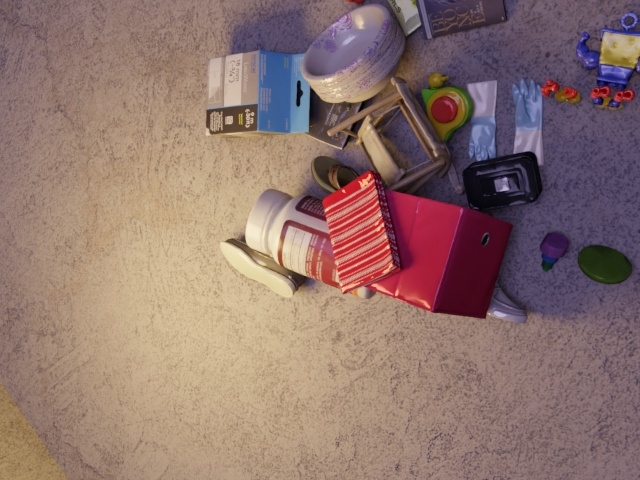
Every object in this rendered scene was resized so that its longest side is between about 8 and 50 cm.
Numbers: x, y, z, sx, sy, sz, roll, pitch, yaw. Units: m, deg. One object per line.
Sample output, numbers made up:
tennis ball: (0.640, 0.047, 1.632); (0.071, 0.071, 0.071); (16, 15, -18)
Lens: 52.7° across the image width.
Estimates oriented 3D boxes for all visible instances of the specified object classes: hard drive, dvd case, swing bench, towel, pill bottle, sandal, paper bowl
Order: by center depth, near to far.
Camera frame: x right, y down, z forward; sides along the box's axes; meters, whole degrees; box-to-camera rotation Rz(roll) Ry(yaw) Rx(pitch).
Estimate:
towel: (0.098, -0.021, 1.651); (0.199, 0.031, 0.274); (-28, 64, 38)
dvd case: (0.360, -0.629, 1.689); (0.221, 0.018, 0.164); (-5, 120, 27)
swing bench: (0.200, -0.254, 1.743); (0.255, 0.165, 0.253); (-35, 68, 26)
paper bowl: (0.100, -0.491, 1.759); (0.284, 0.148, 0.284); (-24, 44, 26)
sandal: (0.078, -0.161, 1.827); (0.303, 0.120, 0.086); (51, 143, 42)
pill bottle: (0.000, 0.000, 1.852); (0.392, 0.224, 0.224); (21, 105, 17)
hard drive: (-0.001, -0.392, 1.917); (0.255, 0.054, 0.172); (30, 108, 21)

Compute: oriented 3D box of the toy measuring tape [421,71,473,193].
toy measuring tape: (0.365, -0.292, 1.721); (0.121, 0.121, 0.330); (-16, 98, 27)

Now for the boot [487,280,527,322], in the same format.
boot: (0.444, 0.119, 1.731); (0.258, 0.095, 0.123); (24, 106, 28)

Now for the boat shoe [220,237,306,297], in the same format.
boat shoe: (-0.183, 0.071, 2.048); (0.305, 0.091, 0.109); (29, 145, 23)

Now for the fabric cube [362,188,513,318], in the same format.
fabric cube: (0.293, 0.036, 1.649); (0.259, 0.254, 0.258); (18, 93, 44)

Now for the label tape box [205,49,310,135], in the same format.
label tape box: (-0.193, -0.438, 1.938); (0.334, 0.106, 0.240); (3, 93, 37)

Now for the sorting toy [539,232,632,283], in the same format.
sorting toy: (0.716, 0.106, 1.613); (0.366, 0.127, 0.126); (26, 137, 25)

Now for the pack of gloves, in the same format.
pack of gloves: (0.479, -0.307, 1.693); (0.195, 0.046, 0.232); (0, 96, 26)

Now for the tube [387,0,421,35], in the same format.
tube: (0.210, -0.687, 1.775); (0.240, 0.062, 0.070); (58, 150, 3)

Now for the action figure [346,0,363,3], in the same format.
action figure: (0.025, -0.727, 1.821); (0.280, 0.139, 0.091); (18, 105, 21)

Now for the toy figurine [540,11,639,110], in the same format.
toy figurine: (0.716, -0.417, 1.488); (0.363, 0.191, 0.217); (15, 98, 23)

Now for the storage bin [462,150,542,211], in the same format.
storage bin: (0.473, -0.153, 1.683); (0.180, 0.084, 0.122); (-9, 102, 28)
